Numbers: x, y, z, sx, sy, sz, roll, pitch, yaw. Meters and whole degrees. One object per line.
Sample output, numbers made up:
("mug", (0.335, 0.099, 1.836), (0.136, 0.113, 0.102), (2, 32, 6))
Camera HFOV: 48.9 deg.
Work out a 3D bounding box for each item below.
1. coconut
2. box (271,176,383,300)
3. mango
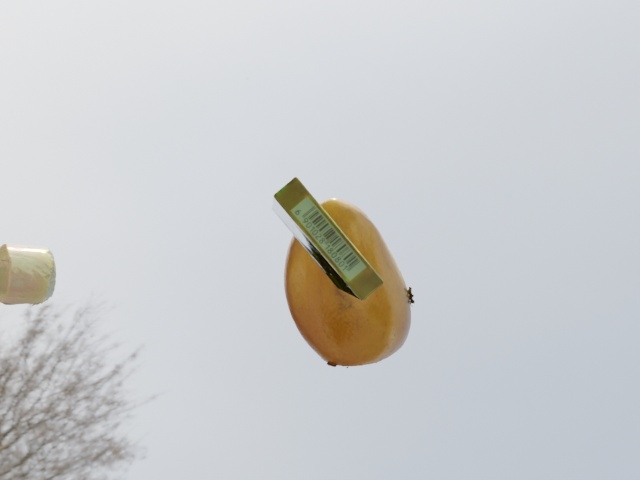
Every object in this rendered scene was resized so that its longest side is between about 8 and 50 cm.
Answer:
("coconut", (-0.547, 0.063, 1.264), (0.116, 0.122, 0.116), (-8, -100, 56))
("box", (0.000, 0.000, 0.700), (0.030, 0.193, 0.121), (-40, -87, -3))
("mango", (0.028, 0.058, 1.048), (0.187, 0.138, 0.257), (0, -62, 42))
